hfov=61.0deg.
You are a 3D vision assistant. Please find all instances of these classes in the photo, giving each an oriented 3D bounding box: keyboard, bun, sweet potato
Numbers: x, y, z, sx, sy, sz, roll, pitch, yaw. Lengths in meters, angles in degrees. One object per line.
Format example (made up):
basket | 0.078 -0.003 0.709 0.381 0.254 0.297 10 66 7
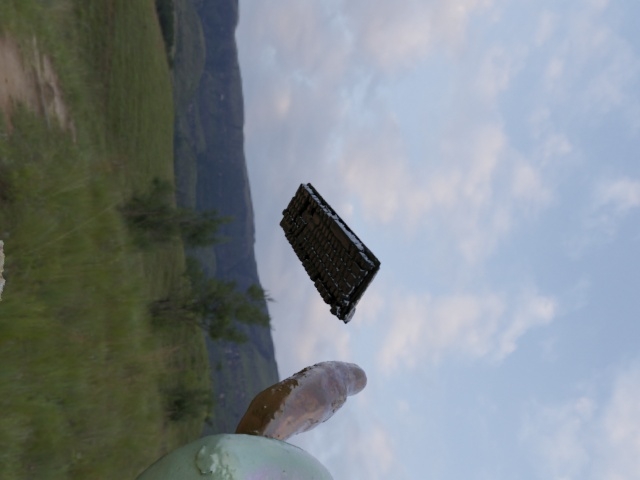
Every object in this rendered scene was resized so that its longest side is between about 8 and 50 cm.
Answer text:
keyboard | -0.001 0.000 0.602 0.072 0.023 0.231 -60 -151 14
bun | -0.106 0.382 0.650 0.187 0.293 0.293 -107 -155 -51
sweet potato | -0.019 0.249 0.864 0.095 0.354 0.106 18 -71 31

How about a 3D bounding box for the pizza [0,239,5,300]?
pizza | -0.502 0.042 0.771 0.046 0.134 0.175 -59 -177 26
